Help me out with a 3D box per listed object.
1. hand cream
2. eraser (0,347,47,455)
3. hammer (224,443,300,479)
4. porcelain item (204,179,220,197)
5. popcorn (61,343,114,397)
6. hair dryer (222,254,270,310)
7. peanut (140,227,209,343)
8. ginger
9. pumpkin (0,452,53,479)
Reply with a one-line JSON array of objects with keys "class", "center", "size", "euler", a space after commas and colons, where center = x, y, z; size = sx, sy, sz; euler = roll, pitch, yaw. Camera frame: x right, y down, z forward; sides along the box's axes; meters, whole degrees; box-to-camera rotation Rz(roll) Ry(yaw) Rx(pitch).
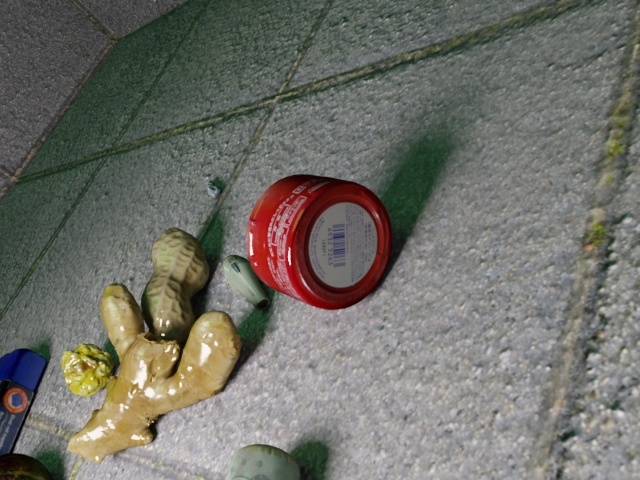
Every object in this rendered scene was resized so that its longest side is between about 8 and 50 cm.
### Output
[{"class": "hand cream", "center": [0.000, 0.000, 1.141], "size": [0.230, 0.230, 0.149], "euler": [-56, 32, -13]}, {"class": "eraser", "center": [-0.832, 0.448, 1.719], "size": [0.154, 0.101, 0.332], "euler": [-26, 38, 32]}, {"class": "hammer", "center": [-0.160, 0.424, 1.014], "size": [0.305, 0.113, 0.202], "euler": [-25, 36, 43]}, {"class": "porcelain item", "center": [-0.286, -0.136, 1.767], "size": [0.083, 0.036, 0.028], "euler": [-127, 50, -61]}, {"class": "popcorn", "center": [-0.531, 0.294, 1.530], "size": [0.106, 0.116, 0.121], "euler": [-19, 40, 9]}, {"class": "hair dryer", "center": [-0.100, 0.058, 1.367], "size": [0.199, 0.067, 0.167], "euler": [-28, 45, 3]}, {"class": "peanut", "center": [-0.322, 0.103, 1.484], "size": [0.136, 0.120, 0.299], "euler": [4, 52, -2]}, {"class": "ginger", "center": [-0.322, 0.281, 1.301], "size": [0.362, 0.122, 0.349], "euler": [10, 88, 23]}, {"class": "pumpkin", "center": [-0.658, 0.550, 1.368], "size": [0.237, 0.159, 0.238], "euler": [-25, 44, 27]}]
